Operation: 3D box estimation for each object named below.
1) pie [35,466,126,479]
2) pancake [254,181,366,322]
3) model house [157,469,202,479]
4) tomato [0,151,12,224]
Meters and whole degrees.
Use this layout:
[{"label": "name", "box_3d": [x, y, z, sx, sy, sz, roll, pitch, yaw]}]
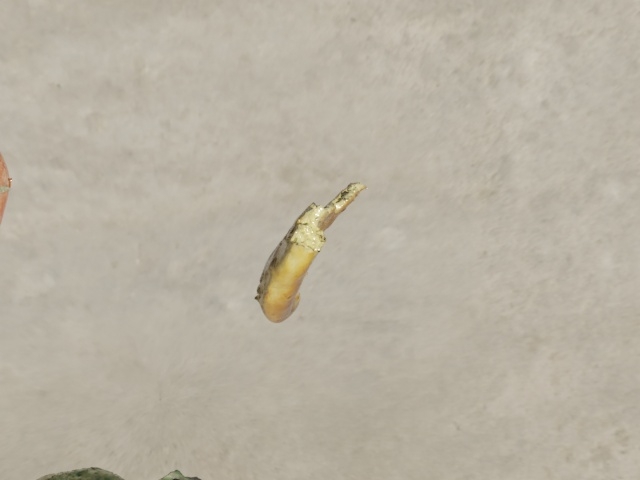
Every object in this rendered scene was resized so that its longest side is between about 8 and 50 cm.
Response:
[{"label": "pie", "box_3d": [-0.201, 0.326, 0.800, 0.067, 0.303, 0.302, 16, 76, -45]}, {"label": "pancake", "box_3d": [0.000, 0.000, 1.259, 0.057, 0.266, 0.244, 40, 56, 5]}, {"label": "model house", "box_3d": [-0.141, 0.423, 1.083, 0.237, 0.202, 0.237, 19, 116, 18]}, {"label": "tomato", "box_3d": [-0.506, -0.058, 1.323, 0.095, 0.237, 0.236, 22, 75, 35]}]
